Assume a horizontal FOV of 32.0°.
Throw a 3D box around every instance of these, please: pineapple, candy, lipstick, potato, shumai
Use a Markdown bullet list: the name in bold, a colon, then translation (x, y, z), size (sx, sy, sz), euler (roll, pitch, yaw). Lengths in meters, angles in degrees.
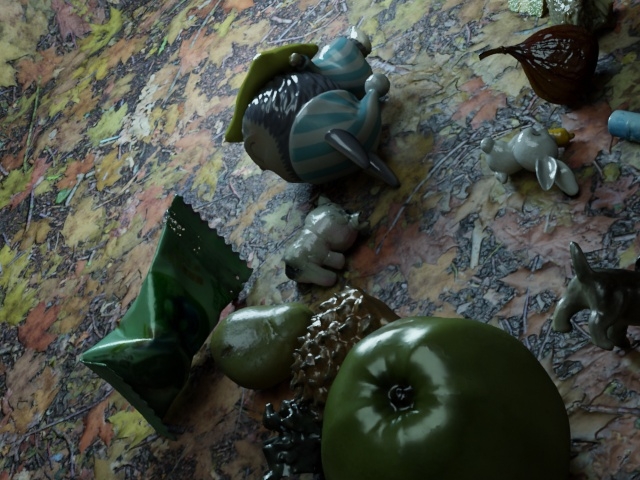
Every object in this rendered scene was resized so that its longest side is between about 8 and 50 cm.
- **pineapple**: translation (0.024, 0.262, 1.799), size (0.357, 0.223, 0.223), euler (-55, 38, -1)
- **candy**: translation (-0.283, 0.142, 2.132), size (0.172, 0.263, 0.398), euler (12, 63, 37)
- **lipstick**: translation (0.556, -0.183, 1.861), size (0.048, 0.048, 0.158), euler (-52, 38, -12)
- **potato**: translation (-0.094, 0.180, 2.016), size (0.194, 0.157, 0.157), euler (-31, 38, 12)
- **shumai**: translation (0.500, -0.443, 2.116), size (0.116, 0.146, 0.146), euler (-20, 39, 0)

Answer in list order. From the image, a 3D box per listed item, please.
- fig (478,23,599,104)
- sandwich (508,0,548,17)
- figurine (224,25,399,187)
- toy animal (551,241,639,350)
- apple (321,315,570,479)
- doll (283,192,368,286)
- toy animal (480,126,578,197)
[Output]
- **fig**: translation (0.398, -0.340, 2.030), size (0.134, 0.201, 0.146), euler (116, 175, -71)
- **sandwich**: translation (0.494, -0.555, 2.312), size (0.187, 0.144, 0.117), euler (-16, 28, -26)
- **figurine**: translation (0.045, -0.223, 2.297), size (0.361, 0.266, 0.378), euler (-31, 65, -27)
- **toy animal**: translation (0.447, 0.083, 1.609), size (0.121, 0.233, 0.169), euler (22, 110, 61)
- **apple**: translation (0.164, 0.276, 1.547), size (0.357, 0.357, 0.357), euler (-24, 41, 23)
- **doll**: translation (0.000, 0.000, 2.152), size (0.149, 0.095, 0.192), euler (17, 69, 52)
- **toy animal**: translation (0.386, -0.141, 1.962), size (0.181, 0.131, 0.127), euler (5, 90, 53)
